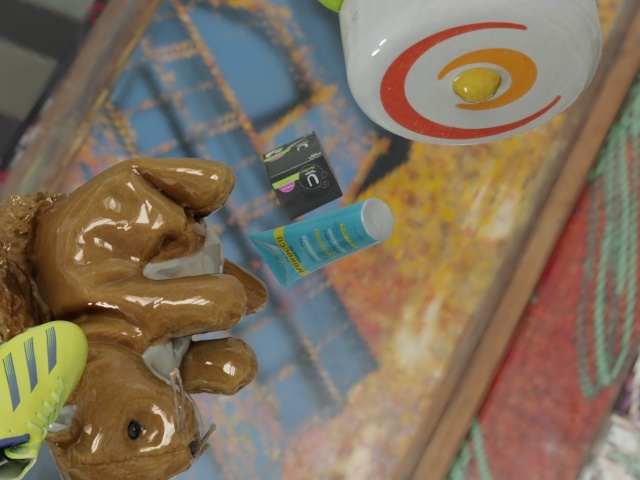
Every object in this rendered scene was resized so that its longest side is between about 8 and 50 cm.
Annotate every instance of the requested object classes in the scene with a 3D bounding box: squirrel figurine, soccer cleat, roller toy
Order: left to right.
[{"bbox_3d":[-0.278,0.170,1.374,0.121,0.289,0.093,8,122,27],"label":"soccer cleat"},{"bbox_3d":[-0.270,0.119,1.766,0.397,0.370,0.281,7,147,5],"label":"squirrel figurine"},{"bbox_3d":[0.112,-0.167,1.163,0.209,0.146,0.191,-16,148,17],"label":"roller toy"}]

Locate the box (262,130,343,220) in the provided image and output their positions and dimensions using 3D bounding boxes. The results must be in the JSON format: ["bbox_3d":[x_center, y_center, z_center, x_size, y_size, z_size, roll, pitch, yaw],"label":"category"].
[{"bbox_3d":[-0.019,-0.066,1.566,0.083,0.062,0.052,-106,-10,-68],"label":"box"}]

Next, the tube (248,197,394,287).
[{"bbox_3d":[0.000,0.000,1.864,0.207,0.052,0.080,-21,103,46],"label":"tube"}]
